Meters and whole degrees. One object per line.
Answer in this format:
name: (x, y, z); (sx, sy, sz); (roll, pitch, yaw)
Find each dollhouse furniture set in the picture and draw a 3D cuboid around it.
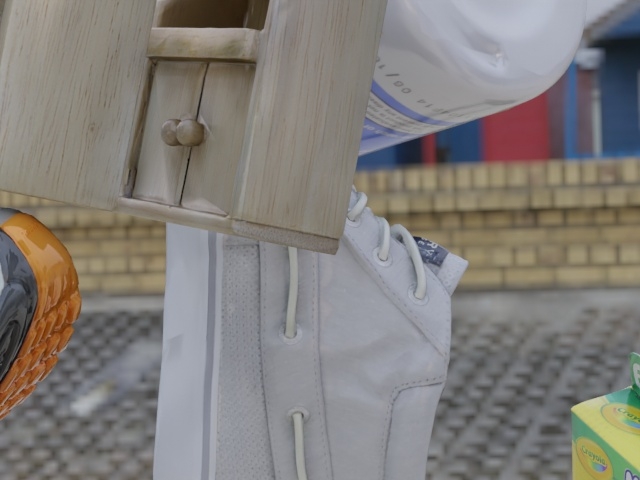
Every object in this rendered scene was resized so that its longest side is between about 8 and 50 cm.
dollhouse furniture set: (-0.104, -0.098, 0.608); (0.242, 0.161, 0.212); (11, 0, -31)

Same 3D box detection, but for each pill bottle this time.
pill bottle: (-0.014, -0.111, 0.926); (0.152, 0.152, 0.272); (-2, -10, -44)

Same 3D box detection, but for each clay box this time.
clay box: (0.207, 0.190, 1.128); (0.053, 0.222, 0.127); (-19, 31, -20)

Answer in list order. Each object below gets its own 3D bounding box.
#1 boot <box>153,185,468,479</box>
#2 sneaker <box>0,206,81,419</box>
boot: (0.000, 0.000, 0.769); (0.123, 0.258, 0.095); (2, 1, 3)
sneaker: (-0.191, 0.051, 0.557); (0.262, 0.121, 0.099); (-35, 0, 22)
